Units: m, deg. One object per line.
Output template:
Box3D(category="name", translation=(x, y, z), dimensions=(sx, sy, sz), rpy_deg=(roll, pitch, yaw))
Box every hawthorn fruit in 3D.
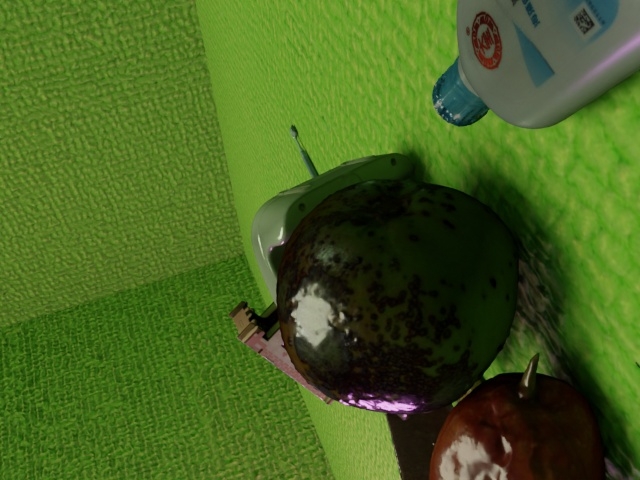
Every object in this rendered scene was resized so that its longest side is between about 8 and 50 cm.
Box3D(category="hawthorn fruit", translation=(0.206, 0.228, 0.722), dimensions=(0.189, 0.189, 0.251), rpy_deg=(-133, 32, -65))

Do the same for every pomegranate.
Box3D(category="pomegranate", translation=(0.090, 0.098, 0.806), dimensions=(0.285, 0.284, 0.341), rpy_deg=(-121, 15, -50))

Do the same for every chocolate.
Box3D(category="chocolate", translation=(0.149, 0.257, 1.096), dimensions=(0.112, 0.111, 0.321), rpy_deg=(77, 178, -62))

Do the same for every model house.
Box3D(category="model house", translation=(-0.016, 0.194, 1.596), dimensions=(0.326, 0.244, 0.169), rpy_deg=(42, -174, -27))

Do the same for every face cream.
Box3D(category="face cream", translation=(0.172, -0.176, 0.554), dimensions=(0.336, 0.080, 0.163), rpy_deg=(137, 115, -77))

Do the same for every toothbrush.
Box3D(category="toothbrush", translation=(-0.034, -0.199, 1.635), dimensions=(0.019, 0.016, 0.220), rpy_deg=(102, 151, -50))

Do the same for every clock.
Box3D(category="clock", translation=(0.064, 0.053, 0.991), dimensions=(0.108, 0.265, 0.324), rpy_deg=(-5, 110, 53))

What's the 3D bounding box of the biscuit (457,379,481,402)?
Box3D(category="biscuit", translation=(0.245, 0.300, 1.013), dimensions=(0.153, 0.030, 0.234), rpy_deg=(159, 95, -77))
